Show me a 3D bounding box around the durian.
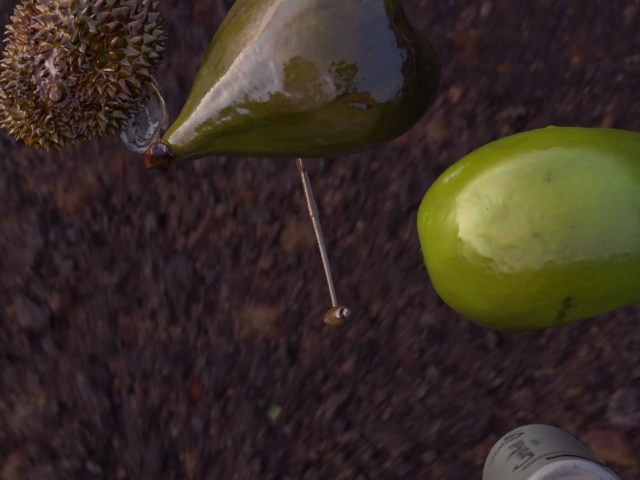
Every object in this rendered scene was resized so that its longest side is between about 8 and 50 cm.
[{"bbox_3d":[-0.202,-0.158,1.643,0.158,0.168,0.137,-24,119,22],"label":"durian"}]

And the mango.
[{"bbox_3d":[0.118,-0.002,0.884,0.163,0.117,0.089,3,68,-37],"label":"mango"}]

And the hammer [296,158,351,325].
[{"bbox_3d":[0.000,0.000,1.352,0.014,0.029,0.123,-6,79,-37],"label":"hammer"}]

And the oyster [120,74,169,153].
[{"bbox_3d":[-0.174,-0.116,1.739,0.080,0.038,0.083,11,70,-4],"label":"oyster"}]

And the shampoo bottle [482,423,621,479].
[{"bbox_3d":[0.165,0.182,1.402,0.085,0.262,0.085,0,92,-1],"label":"shampoo bottle"}]

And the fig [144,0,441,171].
[{"bbox_3d":[-0.010,-0.091,1.214,0.126,0.133,0.185,26,68,34],"label":"fig"}]
